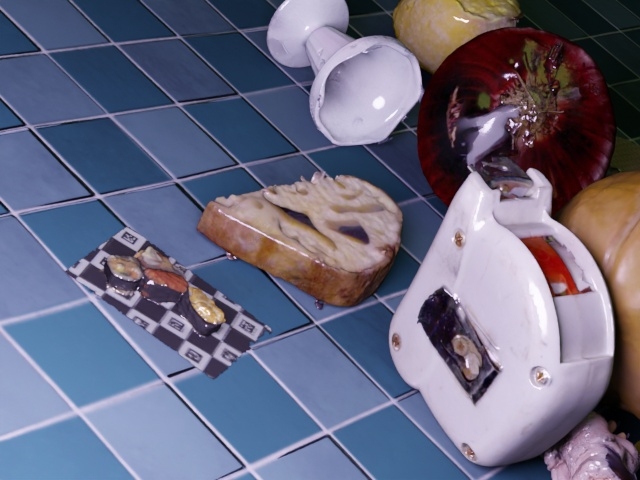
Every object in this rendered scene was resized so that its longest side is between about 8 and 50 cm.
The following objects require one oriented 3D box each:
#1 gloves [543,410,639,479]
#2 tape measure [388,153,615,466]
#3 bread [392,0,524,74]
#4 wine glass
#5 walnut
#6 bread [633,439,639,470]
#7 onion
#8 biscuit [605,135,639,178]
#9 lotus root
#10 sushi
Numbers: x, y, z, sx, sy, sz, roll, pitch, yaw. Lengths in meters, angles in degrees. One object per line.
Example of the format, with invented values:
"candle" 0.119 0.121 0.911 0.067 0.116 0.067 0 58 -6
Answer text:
"gloves" 0.295 0.248 1.706 0.110 0.094 0.144 45 13 7
"tape measure" 0.189 0.087 1.682 0.130 0.258 0.265 -3 45 -35
"bread" 0.210 -0.335 2.421 0.197 0.170 0.197 18 45 -19
"wine glass" 0.023 -0.238 2.136 0.165 0.165 0.196 4 32 -38
"walnut" 0.426 0.056 1.793 0.354 0.308 0.397 28 23 33
"bread" 0.448 0.262 1.826 0.157 0.094 0.083 36 25 -8
"onion" 0.250 -0.139 2.104 0.273 0.285 0.273 2 79 -10
"biscuit" 0.538 -0.056 2.384 0.426 0.078 0.144 24 30 -13
"lotus root" 0.000 0.000 1.837 0.170 0.074 0.260 47 34 20
"sushi" -0.149 0.053 1.663 0.201 0.031 0.139 35 30 7
